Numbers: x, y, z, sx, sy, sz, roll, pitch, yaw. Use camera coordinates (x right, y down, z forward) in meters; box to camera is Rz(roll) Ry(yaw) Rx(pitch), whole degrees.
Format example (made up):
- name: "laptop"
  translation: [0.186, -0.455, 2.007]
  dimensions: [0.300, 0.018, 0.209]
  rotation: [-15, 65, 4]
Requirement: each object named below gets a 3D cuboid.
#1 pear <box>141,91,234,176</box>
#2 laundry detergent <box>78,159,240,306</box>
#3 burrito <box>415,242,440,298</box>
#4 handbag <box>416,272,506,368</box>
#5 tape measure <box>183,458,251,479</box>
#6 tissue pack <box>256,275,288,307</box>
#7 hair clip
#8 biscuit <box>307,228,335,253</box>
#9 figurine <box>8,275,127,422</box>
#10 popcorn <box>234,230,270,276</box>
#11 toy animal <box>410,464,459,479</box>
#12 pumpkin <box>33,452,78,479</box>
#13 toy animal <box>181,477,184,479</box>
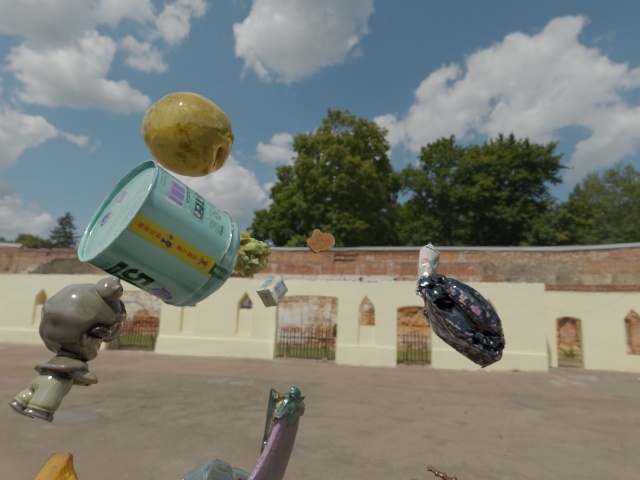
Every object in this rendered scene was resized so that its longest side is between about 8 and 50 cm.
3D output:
- name: "pear"
  translation: [-0.480, -0.381, 1.520]
  dimensions: [0.315, 0.313, 0.314]
  rotation: [2, -11, 0]
- name: "laundry detergent"
  translation: [-0.381, 0.000, 1.059]
  dimensions: [0.288, 0.286, 0.305]
  rotation: [-8, -36, 41]
- name: "burrito"
  translation: [0.333, 0.097, 1.297]
  dimensions: [0.064, 0.203, 0.064]
  rotation: [11, -41, 10]
- name: "handbag"
  translation: [0.319, 0.173, 0.945]
  dimensions: [0.229, 0.127, 0.207]
  rotation: [44, -8, 29]
- name: "tape measure"
  translation: [-0.271, 0.733, 1.090]
  dimensions: [0.130, 0.258, 0.265]
  rotation: [-32, -56, 22]
- name: "tissue pack"
  translation: [-0.159, 0.168, 1.399]
  dimensions: [0.059, 0.074, 0.094]
  rotation: [-17, 17, 29]
- name: "hair clip"
  translation: [-0.123, 0.497, 0.908]
  dimensions: [0.096, 0.358, 0.110]
  rotation: [17, -22, 3]
- name: "biscuit"
  translation: [0.000, 0.001, 1.990]
  dimensions: [0.140, 0.118, 0.023]
  rotation: [-12, -22, -25]
- name: "figurine"
  translation: [-0.660, 0.271, 1.103]
  dimensions: [0.203, 0.380, 0.248]
  rotation: [33, -38, -28]
- name: "popcorn"
  translation: [-0.317, 0.064, 1.859]
  dimensions: [0.186, 0.187, 0.167]
  rotation: [38, -22, 0]
- name: "toy animal"
  translation: [0.324, 0.703, 1.074]
  dimensions: [0.224, 0.230, 0.066]
  rotation: [-51, -5, 26]
- name: "pumpkin"
  translation: [-0.434, 0.532, 0.728]
  dimensions: [0.290, 0.095, 0.258]
  rotation: [47, 0, -3]
- name: "toy animal"
  translation: [-0.407, 1.033, 1.557]
  dimensions: [0.363, 0.180, 0.180]
  rotation: [12, -19, 38]
